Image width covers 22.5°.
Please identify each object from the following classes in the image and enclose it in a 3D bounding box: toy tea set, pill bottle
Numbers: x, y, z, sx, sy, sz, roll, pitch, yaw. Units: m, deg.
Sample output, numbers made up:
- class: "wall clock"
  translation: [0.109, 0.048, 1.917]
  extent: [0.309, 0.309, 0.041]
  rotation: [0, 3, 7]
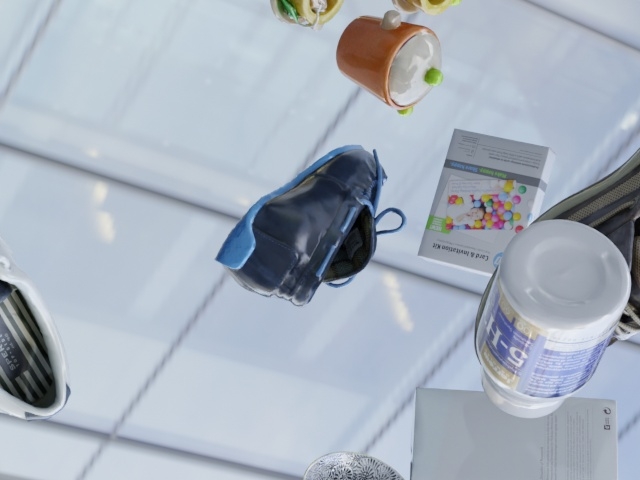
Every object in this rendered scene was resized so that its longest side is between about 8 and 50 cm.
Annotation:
- class: "toy tea set"
  translation: [0.066, -0.270, 1.692]
  extent: [0.124, 0.336, 0.200]
  rotation: [28, -94, 35]
- class: "pill bottle"
  translation: [0.196, 0.077, 1.407]
  extent: [0.186, 0.112, 0.112]
  rotation: [98, -11, -55]

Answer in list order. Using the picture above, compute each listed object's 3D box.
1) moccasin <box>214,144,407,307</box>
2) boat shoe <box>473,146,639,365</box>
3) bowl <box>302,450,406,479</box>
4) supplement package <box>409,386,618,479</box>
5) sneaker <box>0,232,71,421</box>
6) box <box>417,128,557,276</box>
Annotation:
- class: "moccasin"
  translation: [0.000, 0.000, 1.675]
  extent: [0.137, 0.117, 0.342]
  rotation: [-55, 172, 30]
- class: "boat shoe"
  translation: [0.279, 0.015, 1.476]
  extent: [0.355, 0.132, 0.130]
  rotation: [-47, -161, 16]
- class: "bowl"
  translation: [0.045, 0.388, 2.281]
  extent: [0.170, 0.170, 0.080]
  rotation: [-108, -151, -45]
- class: "supplement package"
  translation: [0.189, 0.269, 1.617]
  extent: [0.149, 0.203, 0.194]
  rotation: [88, 6, -60]
- class: "sneaker"
  translation: [-0.239, 0.010, 1.060]
  extent: [0.094, 0.258, 0.091]
  rotation: [-42, -155, -22]
- class: "box"
  translation: [0.225, -0.048, 2.183]
  extent: [0.145, 0.038, 0.186]
  rotation: [15, -95, 28]
